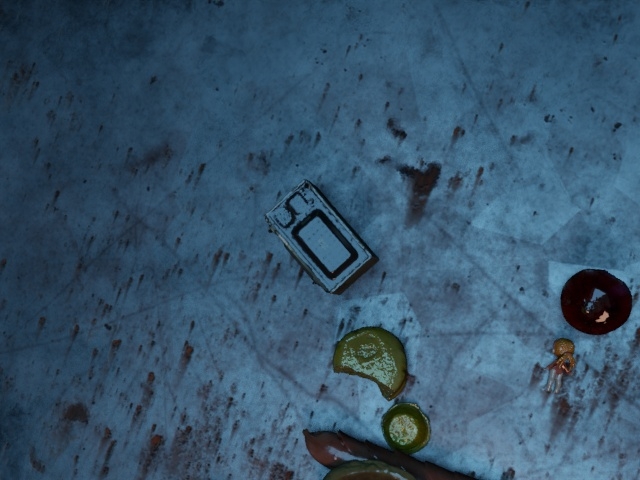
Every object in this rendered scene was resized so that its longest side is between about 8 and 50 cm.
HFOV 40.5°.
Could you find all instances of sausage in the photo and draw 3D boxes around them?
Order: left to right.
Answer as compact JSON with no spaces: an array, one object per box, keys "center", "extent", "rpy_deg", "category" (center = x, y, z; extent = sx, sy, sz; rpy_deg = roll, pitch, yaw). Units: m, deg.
[{"center":[0.162,0.451,1.666],"extent":[0.432,0.088,0.088],"rpy_deg":[17,86,14],"category":"sausage"}]

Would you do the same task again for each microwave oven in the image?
[{"center":[0.000,0.000,1.723],"extent":[0.129,0.163,0.205],"rpy_deg":[-42,80,6],"category":"microwave oven"}]

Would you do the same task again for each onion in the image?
[{"center":[0.512,0.114,1.622],"extent":[0.131,0.131,0.131],"rpy_deg":[-2,82,11],"category":"onion"}]

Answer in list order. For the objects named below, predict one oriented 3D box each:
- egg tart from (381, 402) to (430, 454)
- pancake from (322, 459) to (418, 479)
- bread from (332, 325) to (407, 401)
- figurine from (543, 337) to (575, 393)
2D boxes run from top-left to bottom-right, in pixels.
[{"center":[0.165,0.369,1.700],"extent":[0.105,0.039,0.105],"rpy_deg":[-2,82,14],"category":"egg tart"},{"center":[0.106,0.519,1.638],"extent":[0.241,0.050,0.242],"rpy_deg":[6,112,14],"category":"pancake"},{"center":[0.106,0.230,1.709],"extent":[0.156,0.086,0.125],"rpy_deg":[26,78,10],"category":"bread"},{"center":[0.457,0.240,1.656],"extent":[0.064,0.047,0.109],"rpy_deg":[14,92,-16],"category":"figurine"}]
